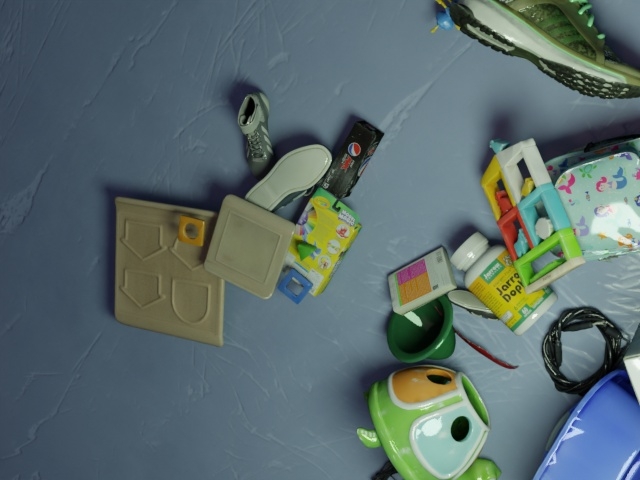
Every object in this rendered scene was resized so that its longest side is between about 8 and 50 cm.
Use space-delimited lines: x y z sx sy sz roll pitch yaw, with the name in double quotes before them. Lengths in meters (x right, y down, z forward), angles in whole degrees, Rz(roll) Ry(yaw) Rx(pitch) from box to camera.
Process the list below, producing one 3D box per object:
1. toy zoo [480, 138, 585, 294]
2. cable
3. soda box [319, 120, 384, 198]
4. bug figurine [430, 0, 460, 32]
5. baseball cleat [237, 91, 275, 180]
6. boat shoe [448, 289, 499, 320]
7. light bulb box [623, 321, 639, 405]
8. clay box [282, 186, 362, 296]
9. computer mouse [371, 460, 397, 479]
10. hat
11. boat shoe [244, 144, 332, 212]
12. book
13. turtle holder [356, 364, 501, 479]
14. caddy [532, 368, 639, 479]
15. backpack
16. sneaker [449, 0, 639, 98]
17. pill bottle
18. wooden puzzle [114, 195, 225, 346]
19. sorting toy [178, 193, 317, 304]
"toy zoo" 0.386 -0.061 1.638 0.192 0.030 0.293 123 130 -66
"cable" 0.520 0.228 1.750 0.151 0.047 0.184 38 114 15
"soda box" 0.070 -0.175 1.892 0.060 0.053 0.168 36 114 15
"bug figurine" 0.249 -0.560 1.722 0.216 0.072 0.279 -37 81 24
"baseball cleat" -0.152 -0.231 1.959 0.072 0.109 0.205 -2 101 21
"boat shoe" 0.324 0.137 1.814 0.125 0.046 0.038 12 134 -4
"light bulb box" 0.738 0.204 1.462 0.358 0.361 0.225 -21 90 27
"clay box" 0.000 0.000 1.959 0.127 0.053 0.222 38 113 16
"computer mouse" 0.214 0.581 1.971 0.193 0.042 0.106 45 111 18
"hat" 0.271 0.225 1.883 0.173 0.184 0.208 -45 35 14
"boat shoe" -0.064 -0.134 1.952 0.254 0.079 0.095 -41 83 29
"book" 0.215 0.086 1.860 0.144 0.035 0.096 -30 52 28
"turtle holder" 0.241 0.411 1.814 0.228 0.243 0.320 -30 82 15
"caddy" 0.519 0.409 1.654 0.179 0.241 0.341 34 99 37
"backpack" 0.520 -0.072 1.624 0.254 0.191 0.225 -10 96 32
"sneaker" 0.453 -0.399 1.595 0.411 0.158 0.182 28 94 2
"pill bottle" 0.366 0.082 1.758 0.208 0.118 0.117 45 115 13
"wooden puzzle" -0.362 0.071 2.142 0.322 0.080 0.347 10 108 25
"sorting toy" -0.161 0.011 1.978 0.348 0.047 0.195 25 112 11
